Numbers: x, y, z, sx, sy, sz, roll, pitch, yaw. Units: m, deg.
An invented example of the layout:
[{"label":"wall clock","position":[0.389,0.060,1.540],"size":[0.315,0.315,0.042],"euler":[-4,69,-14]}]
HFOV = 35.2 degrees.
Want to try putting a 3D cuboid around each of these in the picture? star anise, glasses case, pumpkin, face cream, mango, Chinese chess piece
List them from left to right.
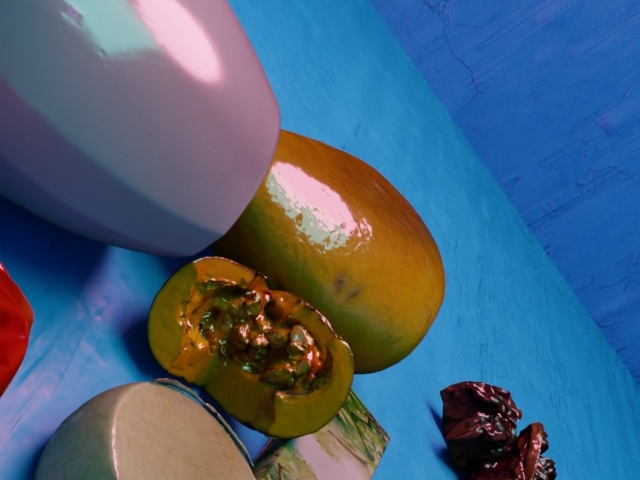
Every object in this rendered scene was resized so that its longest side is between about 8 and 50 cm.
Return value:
[{"label":"face cream","position":[-0.201,-0.163,0.779],"size":[0.357,0.219,0.312],"euler":[44,25,-32]},{"label":"Chinese chess piece","position":[-0.110,0.189,0.690],"size":[0.188,0.083,0.188],"euler":[50,18,-23]},{"label":"pumpkin","position":[-0.065,0.088,0.880],"size":[0.183,0.119,0.107],"euler":[38,-8,-11]},{"label":"glasses case","position":[-0.011,0.213,0.910],"size":[0.095,0.062,0.272],"euler":[52,20,0]},{"label":"mango","position":[0.000,0.000,1.043],"size":[0.365,0.182,0.253],"euler":[43,19,-49]},{"label":"star anise","position":[0.245,0.279,1.328],"size":[0.220,0.126,0.190],"euler":[61,16,17]}]

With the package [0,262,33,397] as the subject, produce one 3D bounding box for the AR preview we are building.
[{"label":"package","position":[-0.289,-0.051,0.474],"size":[0.423,0.123,0.196],"euler":[53,-9,-11]}]
